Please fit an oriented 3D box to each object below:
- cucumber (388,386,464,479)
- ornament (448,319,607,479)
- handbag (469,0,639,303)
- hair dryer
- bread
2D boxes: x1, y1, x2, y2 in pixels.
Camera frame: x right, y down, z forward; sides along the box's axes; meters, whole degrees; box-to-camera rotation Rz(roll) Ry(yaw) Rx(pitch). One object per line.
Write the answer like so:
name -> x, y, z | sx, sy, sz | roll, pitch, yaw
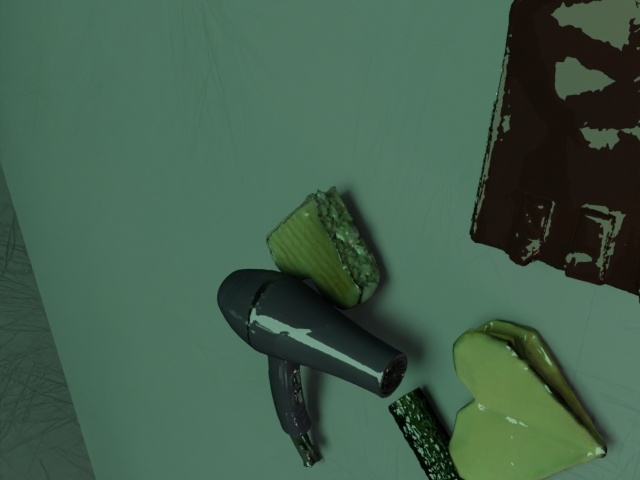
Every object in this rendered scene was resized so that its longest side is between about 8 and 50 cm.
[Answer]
cucumber -> 0.156, 0.285, 0.729 | 0.058, 0.058, 0.187 | -47, 65, 41
ornament -> 0.229, 0.202, 0.635 | 0.180, 0.059, 0.200 | 14, 111, 44
handbag -> 0.274, -0.089, 0.505 | 0.260, 0.084, 0.275 | 20, 112, 43
hair dryer -> -0.013, 0.224, 0.852 | 0.301, 0.121, 0.360 | 23, 132, 35
bread -> 0.000, 0.000, 0.826 | 0.232, 0.064, 0.172 | 26, 128, 44
